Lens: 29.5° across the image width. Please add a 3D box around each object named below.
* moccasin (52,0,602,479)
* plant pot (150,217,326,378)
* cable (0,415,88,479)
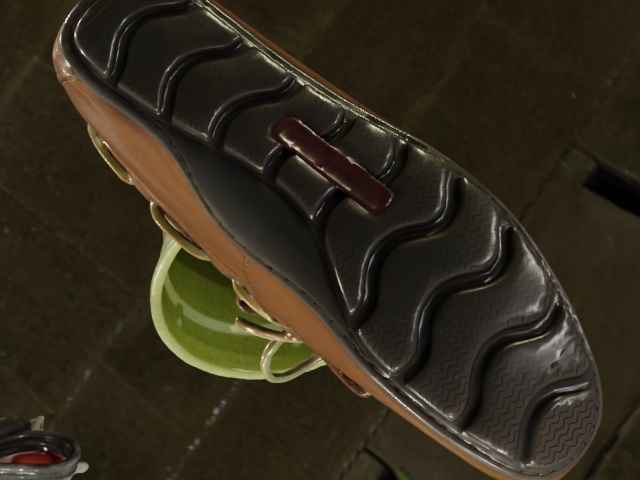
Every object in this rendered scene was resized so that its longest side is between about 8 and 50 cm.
[{"bbox_3d":[-0.002,0.002,0.710,0.380,0.147,0.139,35,70,10],"label":"moccasin"},{"bbox_3d":[-0.063,-0.039,1.286,0.276,0.276,0.254,-34,44,13],"label":"plant pot"},{"bbox_3d":[-0.333,0.221,1.103,0.139,0.287,0.072,16,109,34],"label":"cable"}]
